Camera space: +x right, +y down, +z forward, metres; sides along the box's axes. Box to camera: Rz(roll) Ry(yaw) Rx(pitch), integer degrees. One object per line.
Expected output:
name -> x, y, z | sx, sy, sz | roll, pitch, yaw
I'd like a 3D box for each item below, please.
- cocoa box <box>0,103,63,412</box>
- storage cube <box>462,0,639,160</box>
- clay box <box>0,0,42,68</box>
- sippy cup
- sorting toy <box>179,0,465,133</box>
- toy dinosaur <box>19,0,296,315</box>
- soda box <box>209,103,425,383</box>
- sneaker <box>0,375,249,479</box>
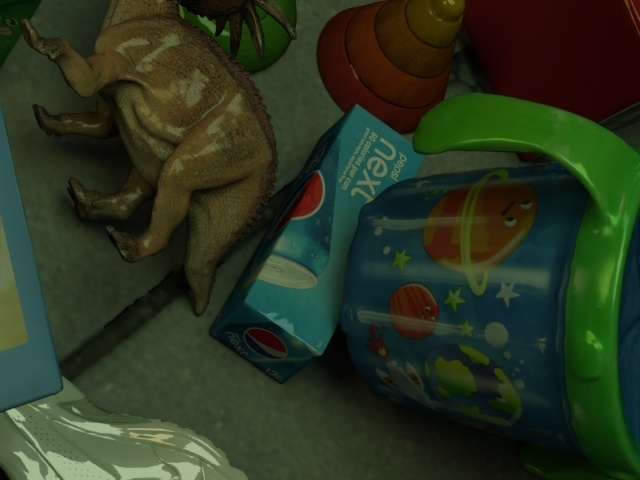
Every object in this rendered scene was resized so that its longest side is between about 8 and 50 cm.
cocoa box -> -0.358, 0.018, 0.909 | 0.347, 0.228, 0.231 | -17, 101, -34
storage cube -> 0.250, -0.201, 1.410 | 0.184, 0.215, 0.193 | -19, 84, -35
clay box -> -0.222, -0.239, 1.212 | 0.053, 0.127, 0.222 | 18, 59, -21
sippy cup -> 0.145, 0.043, 1.193 | 0.240, 0.224, 0.305 | -14, 105, -58
sorting toy -> -0.032, -0.204, 1.303 | 0.366, 0.126, 0.127 | 20, 59, -21
toy dinosaur -> -0.088, -0.099, 1.169 | 0.200, 0.127, 0.295 | -25, 98, -16
soda box -> 0.000, 0.000, 1.257 | 0.071, 0.067, 0.210 | 36, 54, -10
sneaker -> -0.150, 0.165, 1.092 | 0.232, 0.090, 0.115 | 24, 64, -7
